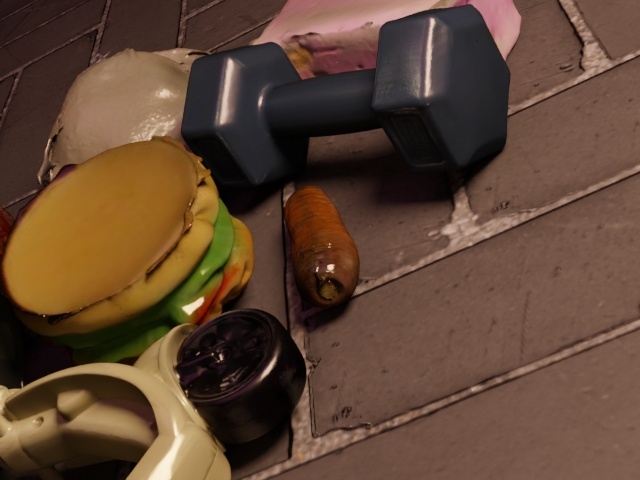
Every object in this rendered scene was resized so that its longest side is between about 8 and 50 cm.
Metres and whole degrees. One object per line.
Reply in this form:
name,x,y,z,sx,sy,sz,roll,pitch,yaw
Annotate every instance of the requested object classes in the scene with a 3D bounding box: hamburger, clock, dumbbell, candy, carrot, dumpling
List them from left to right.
clock,-0.183,0.209,0.801,0.277,0.120,0.379,-4,43,30
hamburger,-0.167,0.023,1.004,0.237,0.149,0.237,-18,43,18
dumpling,-0.191,-0.113,1.231,0.205,0.163,0.293,18,48,9
carrot,0.000,0.000,0.976,0.060,0.060,0.186,-28,27,8
dumbbell,0.020,-0.131,1.038,0.316,0.143,0.156,-2,15,39
candy,0.064,-0.221,1.159,0.265,0.115,0.155,-1,45,40

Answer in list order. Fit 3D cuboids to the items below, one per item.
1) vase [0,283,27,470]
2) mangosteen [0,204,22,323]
vase,-0.420,0.091,0.973,0.301,0.156,0.251,2,82,17
mangosteen,-0.430,0.053,1.154,0.257,0.215,0.215,-36,24,39
